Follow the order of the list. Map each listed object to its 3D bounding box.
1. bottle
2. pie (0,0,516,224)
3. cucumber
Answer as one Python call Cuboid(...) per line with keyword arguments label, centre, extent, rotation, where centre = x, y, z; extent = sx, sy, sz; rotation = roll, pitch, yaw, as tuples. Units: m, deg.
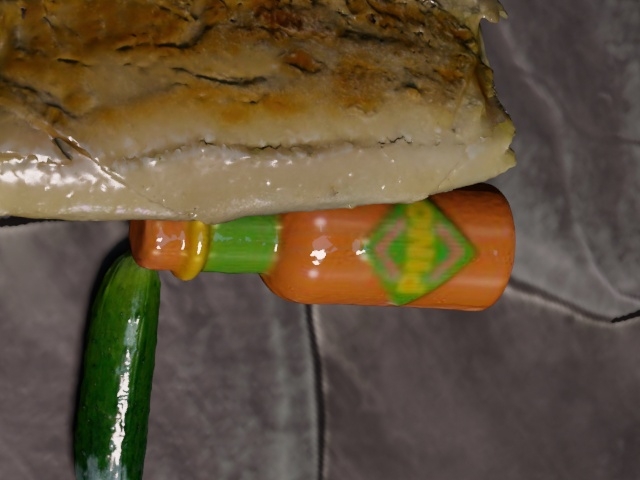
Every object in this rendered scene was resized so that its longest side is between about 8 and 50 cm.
Cuboid(label="bottle", centre=(0.000, 0.000, 0.871), extent=(0.187, 0.069, 0.069), rotation=(2, 101, -23))
Cuboid(label="pie", centre=(-0.037, -0.071, 0.828), extent=(0.282, 0.068, 0.128), rotation=(-6, 67, -19))
Cuboid(label="cucumber", centre=(-0.098, 0.080, 0.862), extent=(0.037, 0.037, 0.155), rotation=(2, 100, -25))
